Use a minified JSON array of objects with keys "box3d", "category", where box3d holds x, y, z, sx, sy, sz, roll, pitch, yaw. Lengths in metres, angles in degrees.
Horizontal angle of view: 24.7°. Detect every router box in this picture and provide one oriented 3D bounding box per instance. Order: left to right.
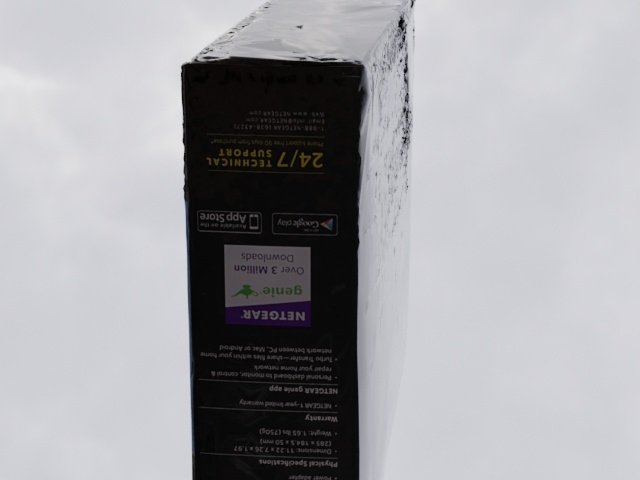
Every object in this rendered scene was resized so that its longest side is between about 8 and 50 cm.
[{"box3d":[0.000,0.000,0.420,0.046,0.133,0.179,2,-164,7],"category":"router box"}]
